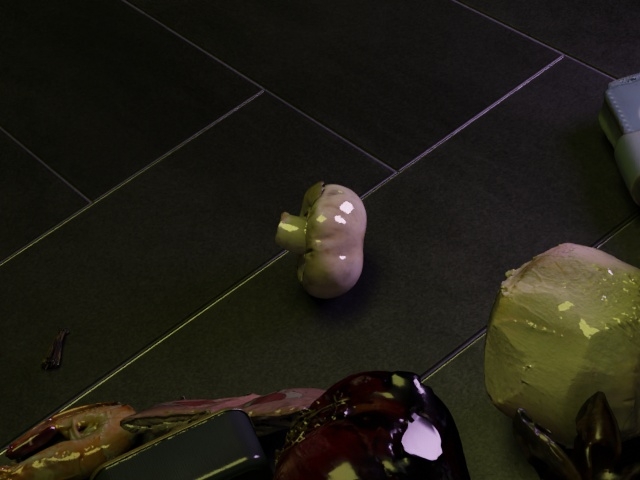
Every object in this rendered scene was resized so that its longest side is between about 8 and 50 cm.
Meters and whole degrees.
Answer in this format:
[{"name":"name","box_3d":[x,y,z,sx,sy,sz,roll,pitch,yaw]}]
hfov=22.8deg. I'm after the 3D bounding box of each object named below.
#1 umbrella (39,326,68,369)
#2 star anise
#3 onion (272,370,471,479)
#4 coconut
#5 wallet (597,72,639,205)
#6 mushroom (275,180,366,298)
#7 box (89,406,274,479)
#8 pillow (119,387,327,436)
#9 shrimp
[{"name":"umbrella","box_3d":[-0.362,0.148,2.163,0.031,0.020,0.083,-41,26,37]},{"name":"star anise","box_3d":[0.282,0.293,1.651,0.212,0.282,0.129,-41,1,-17]},{"name":"onion","box_3d":[0.061,0.263,1.738,0.281,0.221,0.281,13,38,-11]},{"name":"coconut","box_3d":[0.288,0.119,1.810,0.230,0.227,0.227,20,53,34]},{"name":"wallet","box_3d":[0.518,-0.111,2.089,0.252,0.083,0.360,-13,40,-2]},{"name":"mushroom","box_3d":[0.000,0.000,2.095,0.123,0.154,0.154,9,41,-8]},{"name":"box","box_3d":[-0.148,0.296,1.827,0.201,0.144,0.090,-24,45,-9]},{"name":"pillow","box_3d":[-0.108,0.213,1.937,0.248,0.049,0.135,-4,5,20]},{"name":"shrimp","box_3d":[-0.339,0.262,2.001,0.236,0.053,0.133,-23,43,-11]}]
